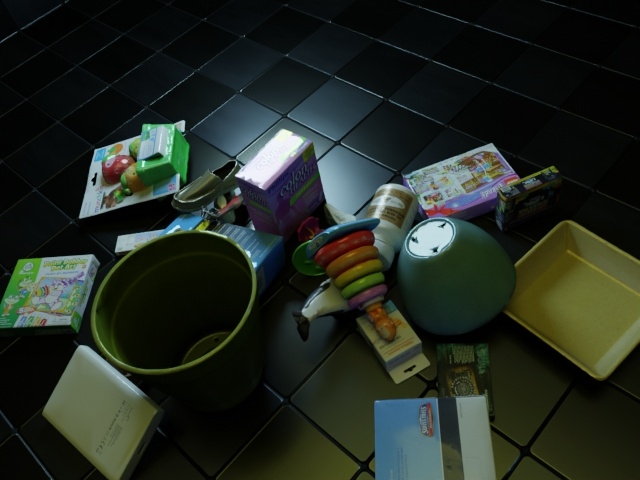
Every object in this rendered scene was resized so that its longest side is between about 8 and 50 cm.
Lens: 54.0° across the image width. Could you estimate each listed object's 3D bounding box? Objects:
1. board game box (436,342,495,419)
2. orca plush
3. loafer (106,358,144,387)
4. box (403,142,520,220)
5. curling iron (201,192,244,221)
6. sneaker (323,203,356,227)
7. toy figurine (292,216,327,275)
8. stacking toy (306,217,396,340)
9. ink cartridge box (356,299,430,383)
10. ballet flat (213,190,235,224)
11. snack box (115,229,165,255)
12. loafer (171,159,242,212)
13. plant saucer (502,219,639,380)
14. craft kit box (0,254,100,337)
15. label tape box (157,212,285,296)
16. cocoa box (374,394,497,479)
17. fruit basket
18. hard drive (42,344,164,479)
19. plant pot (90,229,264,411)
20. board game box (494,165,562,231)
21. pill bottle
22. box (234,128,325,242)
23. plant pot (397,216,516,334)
[{"bbox_3d":[0.338,0.329,1.476,0.126,0.026,0.186,-2,52,10],"label":"board game box"},{"bbox_3d":[0.041,0.168,1.632,0.151,0.102,0.287,42,56,7],"label":"orca plush"},{"bbox_3d":[-0.501,0.220,1.675,0.134,0.130,0.366,-6,51,8],"label":"loafer"},{"bbox_3d":[0.412,-0.155,1.822,0.293,0.057,0.201,-20,50,-4],"label":"box"},{"bbox_3d":[-0.265,-0.120,1.882,0.068,0.035,0.274,25,34,17],"label":"curling iron"},{"bbox_3d":[0.066,-0.057,1.829,0.061,0.053,0.152,-29,57,-22],"label":"sneaker"},{"bbox_3d":[0.000,0.000,1.768,0.173,0.130,0.159,4,40,-12],"label":"toy figurine"},{"bbox_3d":[0.103,0.108,1.539,0.166,0.175,0.301,-14,72,-35],"label":"stacking toy"},{"bbox_3d":[0.179,0.249,1.550,0.104,0.061,0.181,-28,52,-10],"label":"ink cartridge box"},{"bbox_3d":[-0.304,-0.139,1.957,0.072,0.068,0.213,-16,50,-1],"label":"ballet flat"},{"bbox_3d":[-0.536,0.005,1.923,0.178,0.022,0.064,-8,50,6],"label":"snack box"},{"bbox_3d":[-0.339,-0.171,1.882,0.251,0.087,0.094,-34,52,-28],"label":"loafer"},{"bbox_3d":[0.629,0.146,1.525,0.333,0.081,0.333,-39,55,-17],"label":"plant saucer"},{"bbox_3d":[-0.799,0.160,1.839,0.250,0.061,0.246,-5,49,8],"label":"craft kit box"},{"bbox_3d":[-0.298,0.058,1.744,0.334,0.106,0.240,14,41,21],"label":"label tape box"},{"bbox_3d":[0.227,0.510,1.224,0.228,0.231,0.347,-5,52,9],"label":"cocoa box"},{"bbox_3d":[-0.613,-0.243,2.048,0.353,0.165,0.327,-10,51,8],"label":"fruit basket"},{"bbox_3d":[-0.535,0.421,1.532,0.307,0.040,0.203,28,89,30],"label":"hard drive"},{"bbox_3d":[-0.286,0.227,1.480,0.367,0.353,0.366,-6,51,8],"label":"plant pot"},{"bbox_3d":[0.561,-0.110,1.701,0.170,0.141,0.048,-22,50,-6],"label":"board game box"},{"bbox_3d":[0.179,-0.034,1.729,0.131,0.131,0.229,12,56,21],"label":"pill bottle"},{"bbox_3d":[-0.108,-0.153,1.814,0.117,0.243,0.213,26,61,29],"label":"box"},{"bbox_3d":[0.305,0.056,1.532,0.290,0.195,0.290,-22,39,19],"label":"plant pot"}]
